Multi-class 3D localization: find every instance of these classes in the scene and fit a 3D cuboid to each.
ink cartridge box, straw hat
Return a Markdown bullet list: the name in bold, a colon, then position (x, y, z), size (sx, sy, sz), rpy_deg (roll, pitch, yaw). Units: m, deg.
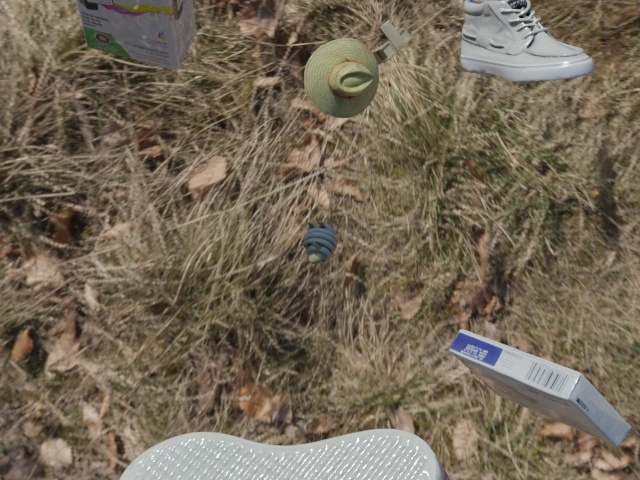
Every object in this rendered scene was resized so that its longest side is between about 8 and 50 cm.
- **ink cartridge box**: position (0.329, 0.227, 1.175), size (0.224, 0.223, 0.045), rpy_deg (40, 76, -35)
- **straw hat**: position (0.050, -0.267, 1.333), size (0.144, 0.061, 0.144), rpy_deg (-7, 105, -25)
- **ink cartridge box**: position (-0.361, -0.484, 1.541), size (0.201, 0.278, 0.117), rpy_deg (15, 60, 4)

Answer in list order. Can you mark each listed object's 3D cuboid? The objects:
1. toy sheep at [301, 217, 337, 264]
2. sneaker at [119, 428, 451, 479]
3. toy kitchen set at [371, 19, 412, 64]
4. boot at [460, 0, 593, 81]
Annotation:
- **toy sheep**: position (0.000, 0.000, 1.946), size (0.091, 0.091, 0.132), rpy_deg (19, 64, -1)
- **sneaker**: position (-0.022, 0.234, 0.657), size (0.282, 0.102, 0.161), rpy_deg (-6, 142, 21)
- **toy kitchen set**: position (0.148, -0.460, 1.843), size (0.083, 0.075, 0.068), rpy_deg (-44, 106, -18)
- **boot**: position (0.301, -0.313, 1.211), size (0.095, 0.258, 0.123), rpy_deg (-18, 114, -28)
